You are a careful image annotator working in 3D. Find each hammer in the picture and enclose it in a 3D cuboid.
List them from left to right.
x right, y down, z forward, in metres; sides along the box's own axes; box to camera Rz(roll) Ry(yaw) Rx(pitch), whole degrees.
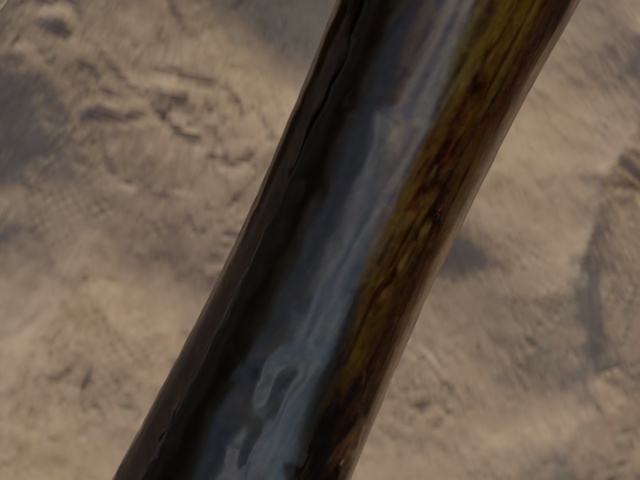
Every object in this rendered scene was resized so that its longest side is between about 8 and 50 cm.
[{"bbox_3d":[0.000,0.000,0.364,0.095,0.242,0.409,25,111,7],"label":"hammer"}]

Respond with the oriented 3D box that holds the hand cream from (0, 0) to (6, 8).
[{"bbox_3d":[-0.096,-0.109,0.472,0.139,0.314,0.089,-41,99,-29],"label":"hand cream"}]
